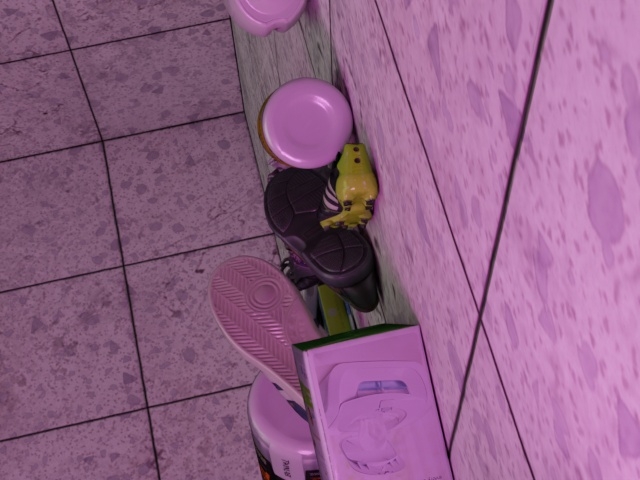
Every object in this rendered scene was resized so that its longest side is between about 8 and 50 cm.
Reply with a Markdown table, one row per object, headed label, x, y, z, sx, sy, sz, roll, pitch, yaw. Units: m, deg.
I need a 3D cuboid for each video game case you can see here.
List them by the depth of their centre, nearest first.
| label | x | y | z | sx | sy | sz | roll | pitch | yaw |
| --- | --- | --- | --- | --- | --- | --- | --- | --- | --- |
| video game case | -0.008 | 0.107 | 1.965 | 0.227 | 0.026 | 0.206 | 86 | -174 | -58 |

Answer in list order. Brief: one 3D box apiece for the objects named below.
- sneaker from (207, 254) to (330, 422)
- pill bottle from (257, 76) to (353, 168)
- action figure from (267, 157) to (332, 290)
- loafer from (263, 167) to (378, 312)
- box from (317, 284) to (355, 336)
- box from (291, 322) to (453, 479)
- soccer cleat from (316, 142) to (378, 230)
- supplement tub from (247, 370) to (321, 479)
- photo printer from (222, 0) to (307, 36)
| label | x | y | z | sx | sy | sz | roll | pitch | yaw |
| --- | --- | --- | --- | --- | --- | --- | --- | --- | --- |
| sneaker | -0.038 | 0.171 | 1.663 | 0.350 | 0.131 | 0.148 | 48 | 167 | 28 |
| pill bottle | -0.022 | -0.137 | 1.352 | 0.184 | 0.103 | 0.103 | -146 | 44 | -83 |
| action figure | -0.021 | -0.032 | 1.661 | 0.285 | 0.099 | 0.185 | 93 | 170 | -61 |
| loafer | 0.000 | 0.000 | 1.449 | 0.084 | 0.096 | 0.267 | 64 | 175 | -37 |
| box | 0.029 | 0.147 | 1.841 | 0.178 | 0.043 | 0.109 | 84 | 172 | -57 |
| box | 0.052 | 0.214 | 1.239 | 0.262 | 0.127 | 0.231 | 132 | 125 | -84 |
| soccer cleat | 0.031 | -0.056 | 1.260 | 0.179 | 0.060 | 0.072 | 123 | 145 | -74 |
| supplement tub | -0.009 | 0.324 | 1.838 | 0.316 | 0.194 | 0.193 | 84 | 172 | -54 |
| photo printer | -0.091 | -0.411 | 1.432 | 0.256 | 0.107 | 0.307 | -117 | 15 | -73 |
